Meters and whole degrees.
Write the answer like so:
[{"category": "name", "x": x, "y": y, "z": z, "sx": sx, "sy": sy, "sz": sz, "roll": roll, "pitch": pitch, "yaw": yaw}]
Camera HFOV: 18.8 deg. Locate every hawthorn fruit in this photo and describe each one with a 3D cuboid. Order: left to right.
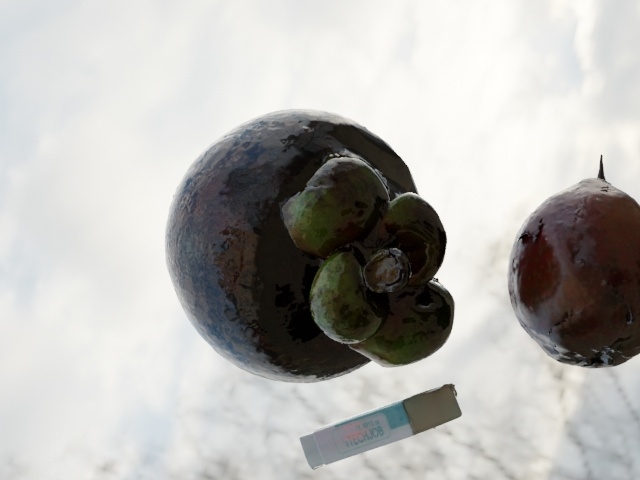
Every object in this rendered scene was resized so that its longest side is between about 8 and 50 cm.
[{"category": "hawthorn fruit", "x": 0.283, "y": 0.018, "z": 2.019, "sx": 0.181, "sy": 0.181, "sz": 0.235, "roll": 60, "pitch": -152, "yaw": -57}]

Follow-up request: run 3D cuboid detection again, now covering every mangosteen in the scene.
[{"category": "mangosteen", "x": -0.013, "y": 0.007, "z": 1.996, "sx": 0.311, "sy": 0.311, "sz": 0.311, "roll": -42, "pitch": -40, "yaw": -49}]

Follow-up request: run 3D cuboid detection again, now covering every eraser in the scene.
[{"category": "eraser", "x": 0.078, "y": 0.244, "z": 2.535, "sx": 0.095, "sy": 0.225, "sz": 0.052, "roll": -16, "pitch": -95, "yaw": -41}]

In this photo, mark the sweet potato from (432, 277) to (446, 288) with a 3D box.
[{"category": "sweet potato", "x": 0.020, "y": 0.105, "z": 2.444, "sx": 0.124, "sy": 0.310, "sz": 0.098, "roll": 48, "pitch": -141, "yaw": -58}]
